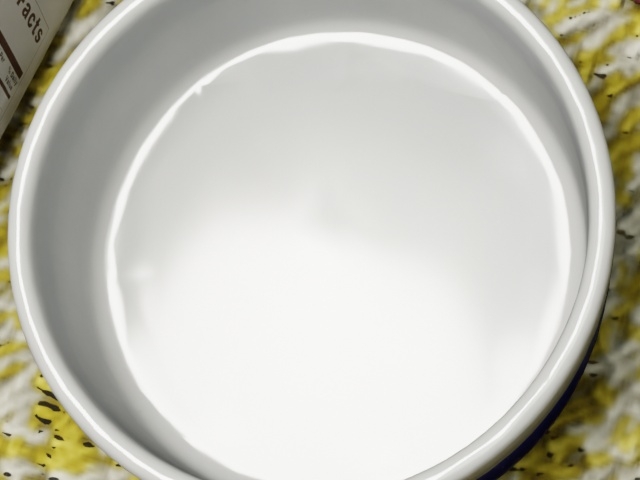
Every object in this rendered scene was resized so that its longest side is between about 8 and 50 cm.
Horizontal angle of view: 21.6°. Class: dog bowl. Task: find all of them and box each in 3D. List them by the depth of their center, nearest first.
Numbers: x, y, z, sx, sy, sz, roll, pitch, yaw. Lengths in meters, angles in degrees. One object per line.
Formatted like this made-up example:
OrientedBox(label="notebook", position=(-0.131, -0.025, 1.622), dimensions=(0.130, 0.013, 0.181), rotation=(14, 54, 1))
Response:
OrientedBox(label="dog bowl", position=(0.000, 0.000, 0.764), dimensions=(0.265, 0.104, 0.265), rotation=(-2, 76, 9))

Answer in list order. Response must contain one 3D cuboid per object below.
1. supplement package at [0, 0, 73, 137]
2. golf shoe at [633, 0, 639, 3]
OrientedBox(label="supplement package", position=(-0.244, -0.110, 0.771), dimensions=(0.177, 0.175, 0.293), rotation=(19, 71, 14))
OrientedBox(label="golf shoe", position=(0.217, -0.175, 0.768), dimensions=(0.086, 0.067, 0.186), rotation=(32, 114, 11))
